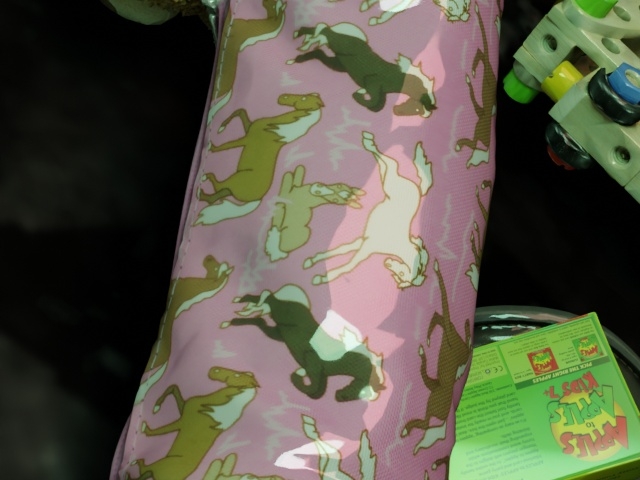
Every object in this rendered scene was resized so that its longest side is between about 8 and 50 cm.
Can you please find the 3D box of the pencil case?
[{"bbox_3d":[0.000,0.000,0.789,0.160,0.167,0.386,40,49,-46],"label":"pencil case"}]

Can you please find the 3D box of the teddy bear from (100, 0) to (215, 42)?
[{"bbox_3d":[-0.023,-0.157,1.011,0.338,0.113,0.245,3,68,-40],"label":"teddy bear"}]

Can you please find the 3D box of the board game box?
[{"bbox_3d":[0.087,0.113,0.842,0.181,0.043,0.092,-16,63,-8],"label":"board game box"}]

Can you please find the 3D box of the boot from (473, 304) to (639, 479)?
[{"bbox_3d":[0.162,0.177,0.886,0.263,0.091,0.229,26,52,-9],"label":"boot"}]

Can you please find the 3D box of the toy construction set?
[{"bbox_3d":[0.284,-0.099,1.147,0.327,0.151,0.215,34,37,18],"label":"toy construction set"}]
